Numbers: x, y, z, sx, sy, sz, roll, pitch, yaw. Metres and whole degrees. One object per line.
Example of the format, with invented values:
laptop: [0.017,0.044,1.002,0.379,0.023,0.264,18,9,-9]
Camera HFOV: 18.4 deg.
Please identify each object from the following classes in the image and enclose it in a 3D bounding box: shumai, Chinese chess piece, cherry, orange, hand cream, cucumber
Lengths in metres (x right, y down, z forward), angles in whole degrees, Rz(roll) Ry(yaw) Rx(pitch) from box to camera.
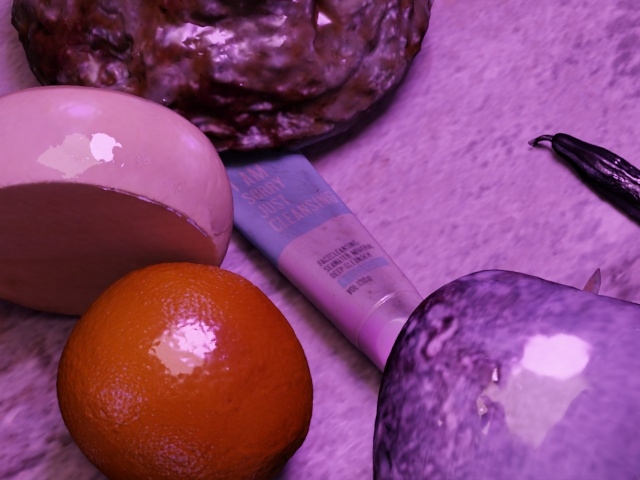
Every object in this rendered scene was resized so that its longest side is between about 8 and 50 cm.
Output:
shumai: [-0.091,-0.288,1.738,0.395,0.348,0.395,0,58,-1]
Chinese chess piece: [-0.196,-0.029,1.632,0.251,0.251,0.097,1,60,4]
cherry: [0.167,0.144,1.528,0.255,0.218,0.296,19,74,7]
orange: [-0.105,0.117,1.575,0.206,0.206,0.206,-1,57,2]
hand cream: [0.000,0.000,1.716,0.111,0.070,0.312,-31,56,-20]
cucumber: [0.260,-0.059,1.759,0.163,0.043,0.039,39,29,22]
